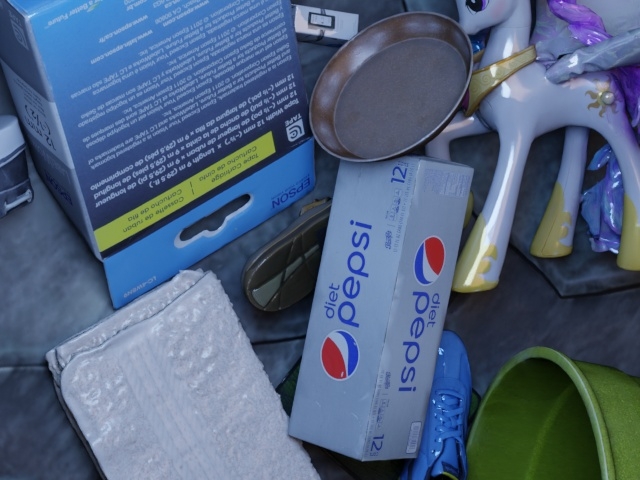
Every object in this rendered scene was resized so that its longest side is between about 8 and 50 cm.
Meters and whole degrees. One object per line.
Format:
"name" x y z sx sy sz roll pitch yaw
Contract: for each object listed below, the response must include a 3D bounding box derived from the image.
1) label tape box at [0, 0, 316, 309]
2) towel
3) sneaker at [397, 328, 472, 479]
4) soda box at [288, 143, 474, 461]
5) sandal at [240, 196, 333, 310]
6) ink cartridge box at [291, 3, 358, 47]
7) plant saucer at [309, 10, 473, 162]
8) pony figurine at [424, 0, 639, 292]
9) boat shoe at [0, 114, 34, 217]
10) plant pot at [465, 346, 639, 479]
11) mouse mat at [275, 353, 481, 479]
"label tape box" -0.146 -0.141 1.601 0.249 0.115 0.347 -31 139 -21
"towel" -0.120 0.182 1.652 0.187 0.049 0.282 -32 102 -20
"sneaker" 0.122 0.191 1.734 0.069 0.082 0.209 13 82 -20
"soda box" 0.056 0.058 1.658 0.091 0.098 0.286 5 97 -50
"sandal" 0.000 0.000 1.704 0.219 0.060 0.090 -32 125 -32
"ink cartridge box" -0.011 -0.209 1.716 0.083 0.048 0.028 6 85 -22
"plant saucer" 0.069 -0.136 1.622 0.168 0.168 0.029 -57 136 -15
"pony figurine" 0.257 -0.151 1.734 0.351 0.303 0.363 -6 106 -15
"boat shoe" -0.335 -0.013 1.483 0.301 0.108 0.102 -48 125 -61
"plant pot" 0.348 0.298 1.657 0.353 0.366 0.366 7 85 -16
"mouse mat" 0.059 0.160 1.755 0.190 0.007 0.152 42 73 -15
